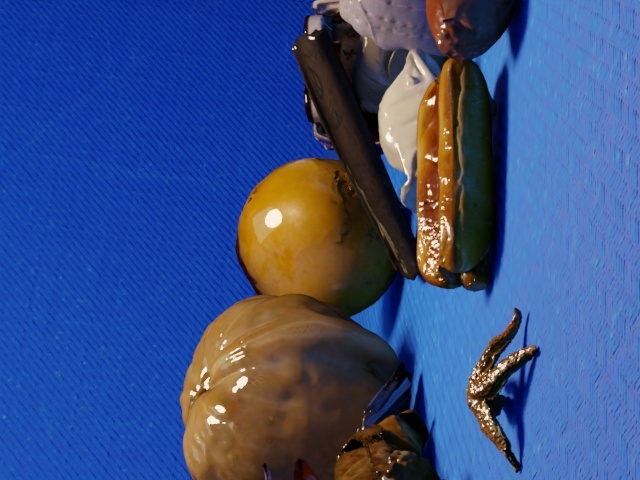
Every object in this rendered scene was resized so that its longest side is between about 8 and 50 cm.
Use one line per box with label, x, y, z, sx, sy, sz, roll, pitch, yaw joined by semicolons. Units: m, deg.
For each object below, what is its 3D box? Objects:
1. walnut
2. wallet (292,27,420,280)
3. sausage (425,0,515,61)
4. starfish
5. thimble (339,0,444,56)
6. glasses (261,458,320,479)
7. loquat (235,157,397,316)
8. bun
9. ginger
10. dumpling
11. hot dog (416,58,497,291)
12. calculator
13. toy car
walnut;-0.033;0.203;1.949;0.296;0.285;0.285;-110;25;-53
wallet;0.045;-0.104;1.942;0.170;0.044;0.321;-151;38;-83
sausage;0.149;-0.318;1.628;0.419;0.094;0.094;-87;-23;-51
starfish;0.137;0.124;1.252;0.133;0.041;0.130;102;173;-49
thimble;0.102;-0.288;1.782;0.127;0.151;0.118;-72;-1;-50
glasses;-0.027;0.325;1.481;0.255;0.095;0.162;-80;-31;-51
loquat;0.000;0.000;2.164;0.235;0.235;0.235;-172;90;-86
bun;0.106;-0.238;1.933;0.167;0.113;0.173;-71;-7;-53
ginger;0.071;0.250;1.557;0.133;0.107;0.309;-57;6;5
dumpling;0.122;-0.113;1.721;0.134;0.100;0.169;36;-150;-55
hot dog;0.133;-0.064;1.510;0.100;0.068;0.250;122;155;-56
calculator;0.055;0.287;1.802;0.165;0.028;0.274;-38;-40;-62
toy car;0.070;-0.217;2.194;0.158;0.172;0.235;68;-156;-64
